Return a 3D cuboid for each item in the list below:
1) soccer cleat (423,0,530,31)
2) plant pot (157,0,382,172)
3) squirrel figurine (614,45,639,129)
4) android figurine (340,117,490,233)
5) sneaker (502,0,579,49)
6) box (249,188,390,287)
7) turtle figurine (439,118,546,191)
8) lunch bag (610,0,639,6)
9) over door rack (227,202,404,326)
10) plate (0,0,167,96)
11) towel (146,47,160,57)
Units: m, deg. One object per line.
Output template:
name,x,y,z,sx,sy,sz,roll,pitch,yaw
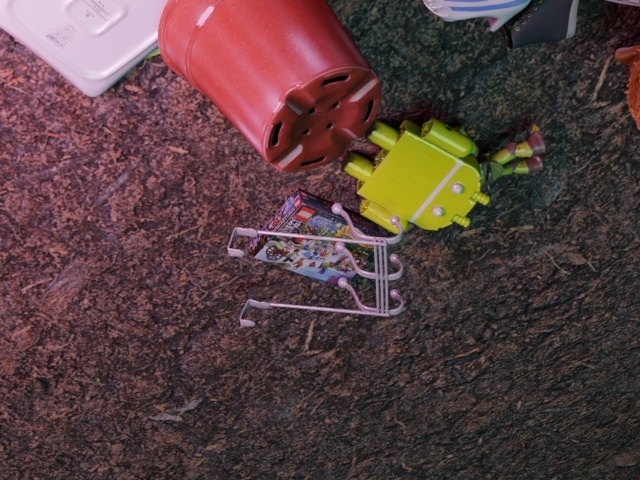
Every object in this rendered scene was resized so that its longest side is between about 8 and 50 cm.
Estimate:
soccer cleat,0.189,-0.411,1.721,0.331,0.116,0.143,13,140,-28
plant pot,-0.061,-0.260,1.617,0.272,0.265,0.272,-26,148,-17
squirrel figurine,0.645,-0.328,1.852,0.397,0.281,0.370,-29,177,-35
android figurine,0.182,-0.114,2.016,0.273,0.056,0.248,29,124,-16
sneaker,0.362,-0.406,1.817,0.118,0.083,0.222,-19,140,-2
box,0.000,0.000,2.137,0.233,0.044,0.159,20,125,-37
turtle figurine,0.316,-0.149,2.072,0.217,0.087,0.269,-18,139,-2
lunch bag,0.499,-0.505,1.593,0.212,0.305,0.256,9,125,11
over door rack,-0.005,0.046,2.085,0.324,0.108,0.239,-4,138,2
plate,-0.334,-0.350,1.608,0.278,0.045,0.277,-33,135,19
towel,-0.272,-0.375,1.644,0.102,0.021,0.237,-20,139,-2
